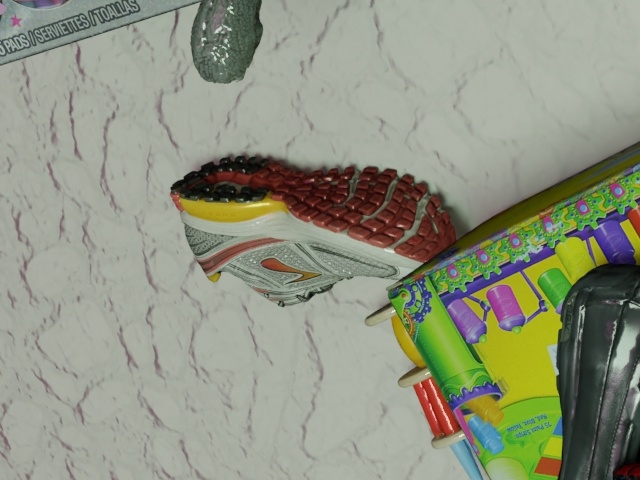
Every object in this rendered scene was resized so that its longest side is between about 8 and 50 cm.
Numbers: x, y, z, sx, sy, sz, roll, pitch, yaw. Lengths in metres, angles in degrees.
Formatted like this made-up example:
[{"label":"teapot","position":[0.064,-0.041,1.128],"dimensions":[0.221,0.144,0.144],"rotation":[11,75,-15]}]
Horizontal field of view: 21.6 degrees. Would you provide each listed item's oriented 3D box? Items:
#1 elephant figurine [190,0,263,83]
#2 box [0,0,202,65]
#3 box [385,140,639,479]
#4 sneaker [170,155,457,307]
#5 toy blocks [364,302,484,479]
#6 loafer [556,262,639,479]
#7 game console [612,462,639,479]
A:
[{"label":"elephant figurine","position":[-0.049,-0.236,0.907],"dimensions":[0.186,0.169,0.239],"rotation":[40,89,2]},{"label":"box","position":[-0.112,-0.225,1.114],"dimensions":[0.247,0.163,0.142],"rotation":[-12,103,35]},{"label":"box","position":[0.247,0.071,0.988],"dimensions":[0.290,0.177,0.279],"rotation":[-28,92,36]},{"label":"sneaker","position":[0.000,0.000,1.189],"dimensions":[0.225,0.088,0.093],"rotation":[10,123,36]},{"label":"toy blocks","position":[0.112,0.094,1.160],"dimensions":[0.123,0.054,0.148],"rotation":[-28,92,37]},{"label":"loafer","position":[0.170,0.123,0.901],"dimensions":[0.078,0.076,0.223],"rotation":[12,111,36]},{"label":"game console","position":[0.224,0.147,0.837],"dimensions":[0.144,0.124,0.085],"rotation":[-5,83,-3]}]
